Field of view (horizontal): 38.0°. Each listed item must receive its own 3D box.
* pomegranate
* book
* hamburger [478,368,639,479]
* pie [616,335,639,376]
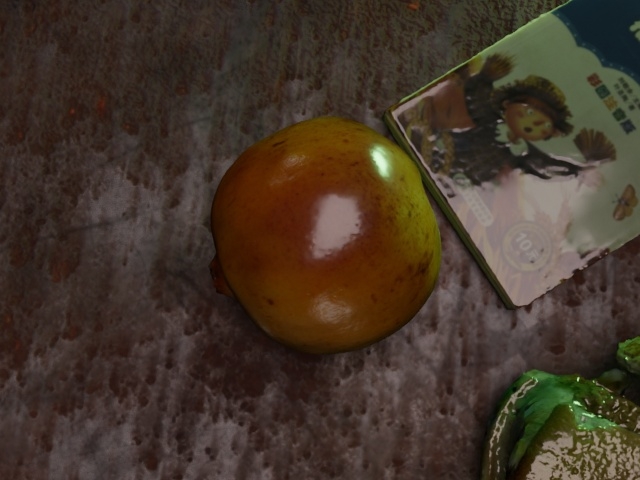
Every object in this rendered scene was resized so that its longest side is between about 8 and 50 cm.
[{"bbox_3d":[0.000,0.000,1.030,0.264,0.264,0.264,0,79,-1],"label":"pomegranate"},{"bbox_3d":[0.334,-0.144,1.163,0.428,0.039,0.300,-32,81,-7],"label":"book"},{"bbox_3d":[0.265,0.263,1.015,0.192,0.167,0.288,28,79,5],"label":"hamburger"},{"bbox_3d":[0.446,0.150,1.009,0.248,0.201,0.090,7,94,-33],"label":"pie"}]
